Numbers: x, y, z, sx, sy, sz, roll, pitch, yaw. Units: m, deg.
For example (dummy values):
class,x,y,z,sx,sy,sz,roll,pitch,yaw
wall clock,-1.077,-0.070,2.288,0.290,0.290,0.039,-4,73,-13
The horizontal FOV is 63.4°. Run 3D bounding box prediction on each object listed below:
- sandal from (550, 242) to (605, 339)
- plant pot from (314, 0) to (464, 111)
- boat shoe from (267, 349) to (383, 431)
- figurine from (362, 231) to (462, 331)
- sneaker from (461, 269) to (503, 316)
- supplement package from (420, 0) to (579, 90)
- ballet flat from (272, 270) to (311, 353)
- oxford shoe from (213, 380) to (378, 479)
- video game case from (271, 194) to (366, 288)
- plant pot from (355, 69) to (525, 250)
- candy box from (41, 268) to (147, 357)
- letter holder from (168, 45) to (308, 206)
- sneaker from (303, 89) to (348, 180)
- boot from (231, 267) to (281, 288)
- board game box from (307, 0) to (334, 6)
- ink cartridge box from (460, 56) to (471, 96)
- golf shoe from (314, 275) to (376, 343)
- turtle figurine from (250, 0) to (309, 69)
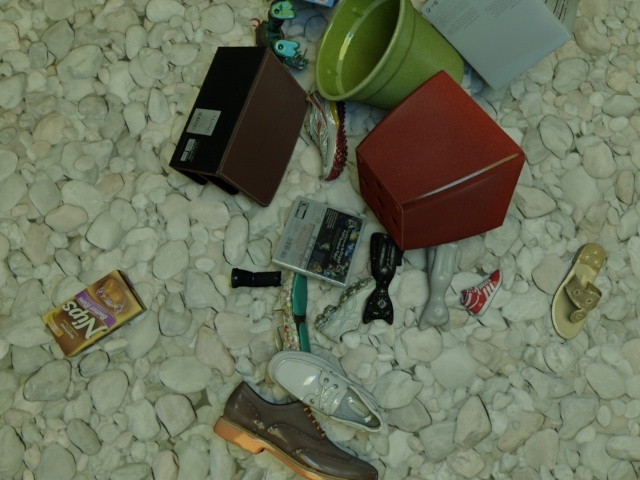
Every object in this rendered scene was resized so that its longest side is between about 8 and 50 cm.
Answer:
class,x,y,z,sx,sy,sz,roll,pitch,yaw
sandal,0.605,0.110,1.188,0.088,0.079,0.240,24,80,1
plant pot,0.169,-0.394,1.151,0.254,0.276,0.276,17,77,-35
boat shoe,0.020,0.314,1.071,0.277,0.096,0.098,30,90,-17
figurine,0.208,0.099,1.174,0.215,0.092,0.209,8,88,-2
sneaker,0.369,0.108,1.195,0.067,0.042,0.118,30,82,-1
supplement package,0.405,-0.529,1.164,0.263,0.199,0.198,41,51,-14
ballet flat,-0.069,0.175,1.144,0.077,0.091,0.240,-9,76,20
oxford shoe,-0.034,0.410,1.081,0.364,0.130,0.132,23,74,1
video game case,0.000,0.000,1.173,0.173,0.022,0.190,19,58,1
plant pot,0.220,-0.136,1.080,0.236,0.267,0.267,-27,61,-7
candy box,-0.493,0.160,1.136,0.187,0.053,0.109,-34,84,-7
letter holder,-0.172,-0.253,1.191,0.152,0.214,0.301,13,78,32
sneaker,0.012,-0.250,1.229,0.093,0.088,0.225,-5,81,19
boot,-0.138,0.084,1.136,0.099,0.121,0.045,0,82,3
board game box,-0.036,-0.597,1.225,0.160,0.211,0.039,14,120,0
ink cartridge box,0.313,-0.379,1.269,0.099,0.056,0.135,7,79,-1
golf shoe,0.071,0.155,1.150,0.086,0.069,0.176,44,107,-5
turtle figurine,-0.094,-0.477,1.211,0.118,0.234,0.175,-24,107,-1
